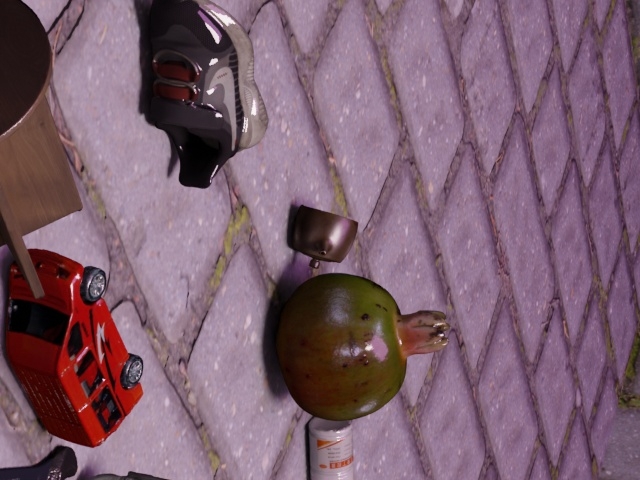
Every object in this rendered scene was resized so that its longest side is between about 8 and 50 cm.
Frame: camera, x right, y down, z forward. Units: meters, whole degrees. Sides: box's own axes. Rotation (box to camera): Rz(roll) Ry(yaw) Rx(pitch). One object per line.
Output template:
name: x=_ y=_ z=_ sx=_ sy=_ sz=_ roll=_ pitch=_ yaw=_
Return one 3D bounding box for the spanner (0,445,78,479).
spanner: x=-0.271 y=0.212 z=1.647 sx=0.208 sy=0.012 sz=0.046 roll=6 pitch=89 yaw=-68

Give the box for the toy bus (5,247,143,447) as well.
toy bus: x=-0.228 y=0.094 z=1.640 sx=0.089 sy=0.081 sz=0.195 roll=-57 pitch=148 yaw=-33

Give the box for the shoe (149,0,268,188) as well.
shoe: x=-0.123 y=-0.145 z=1.827 sx=0.112 sy=0.099 sz=0.227 roll=-63 pitch=152 yaw=-28

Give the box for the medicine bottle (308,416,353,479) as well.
medicine bottle: x=0.014 y=0.270 z=2.324 sx=0.057 sy=0.057 sz=0.089 roll=-39 pitch=131 yaw=-61

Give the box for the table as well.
table: x=-0.267 y=-0.062 z=1.420 sx=0.226 sy=0.167 sz=0.167 roll=80 pitch=25 yaw=-55

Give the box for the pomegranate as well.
pomegranate: x=0.051 y=0.123 z=2.177 sx=0.180 sy=0.210 sz=0.180 roll=-6 pitch=90 yaw=-80

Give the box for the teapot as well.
teapot: x=0.000 y=0.000 z=2.208 sx=0.121 sy=0.076 sz=0.068 roll=-174 pitch=-78 yaw=-82

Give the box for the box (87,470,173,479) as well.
box: x=-0.170 y=0.359 z=1.762 sx=0.135 sy=0.163 sz=0.243 roll=70 pitch=31 yaw=-65
